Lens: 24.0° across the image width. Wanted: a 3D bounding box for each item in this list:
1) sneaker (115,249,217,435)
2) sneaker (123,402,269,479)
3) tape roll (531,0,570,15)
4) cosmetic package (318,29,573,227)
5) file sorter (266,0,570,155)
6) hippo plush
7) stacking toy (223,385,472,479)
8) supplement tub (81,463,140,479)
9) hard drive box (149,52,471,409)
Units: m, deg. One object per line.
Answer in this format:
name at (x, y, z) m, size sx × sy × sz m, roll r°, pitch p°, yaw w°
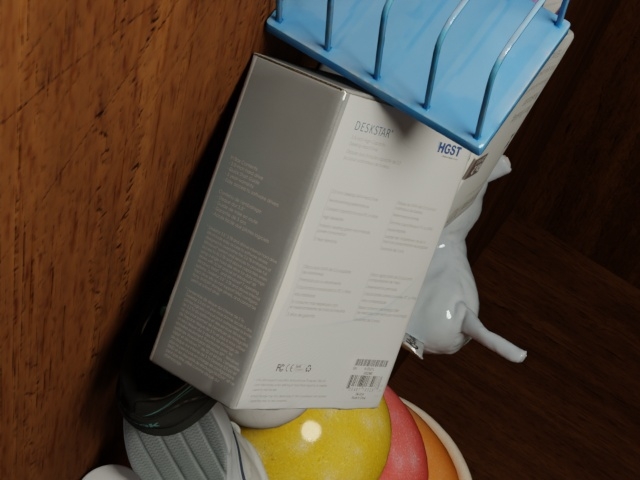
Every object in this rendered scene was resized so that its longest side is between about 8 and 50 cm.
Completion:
sneaker at (-0.065, 0.036, 1.161) m, size 0.267 × 0.101 × 0.106 m, roll -56°, pitch 168°, yaw -7°
sneaker at (-0.105, 0.188, 1.310) m, size 0.091 × 0.094 × 0.258 m, roll -84°, pitch 162°, yaw -54°
tape roll at (0.235, -0.319, 1.541) m, size 0.275 × 0.090 × 0.275 m, roll -54°, pitch 170°, yaw -14°
cosmetic package at (0.089, -0.125, 1.244) m, size 0.184 × 0.151 × 0.151 m, roll -61°, pitch 169°, yaw 23°
file sorter at (0.067, -0.162, 0.971) m, size 0.118 × 0.170 × 0.104 m, roll -53°, pitch 167°, yaw -21°
hippo plush at (0.083, 0.002, 1.643) m, size 0.294 × 0.234 × 0.237 m, roll 176°, pitch -83°, yaw -84°
stacking toy at (-0.037, 0.210, 1.518) m, size 0.351 × 0.350 × 0.480 m, roll -53°, pitch 151°, yaw -21°
supplement tub at (-0.182, 0.244, 1.334) m, size 0.071 × 0.071 × 0.107 m, roll -54°, pitch 170°, yaw -20°
hard drive box at (0.000, 0.000, 1.086) m, size 0.181 × 0.089 × 0.232 m, roll 9°, pitch 104°, yaw -54°
